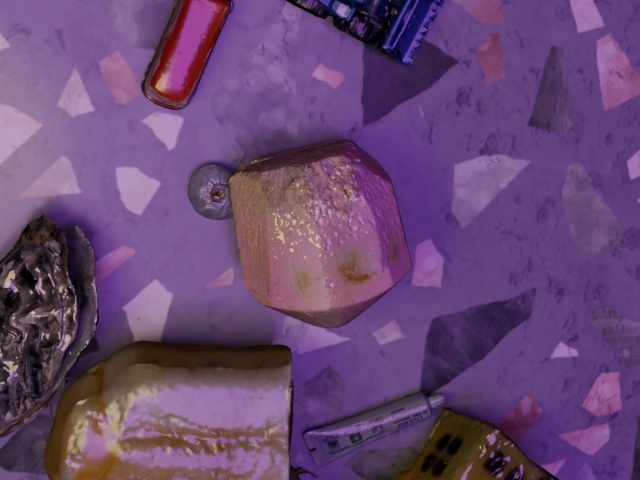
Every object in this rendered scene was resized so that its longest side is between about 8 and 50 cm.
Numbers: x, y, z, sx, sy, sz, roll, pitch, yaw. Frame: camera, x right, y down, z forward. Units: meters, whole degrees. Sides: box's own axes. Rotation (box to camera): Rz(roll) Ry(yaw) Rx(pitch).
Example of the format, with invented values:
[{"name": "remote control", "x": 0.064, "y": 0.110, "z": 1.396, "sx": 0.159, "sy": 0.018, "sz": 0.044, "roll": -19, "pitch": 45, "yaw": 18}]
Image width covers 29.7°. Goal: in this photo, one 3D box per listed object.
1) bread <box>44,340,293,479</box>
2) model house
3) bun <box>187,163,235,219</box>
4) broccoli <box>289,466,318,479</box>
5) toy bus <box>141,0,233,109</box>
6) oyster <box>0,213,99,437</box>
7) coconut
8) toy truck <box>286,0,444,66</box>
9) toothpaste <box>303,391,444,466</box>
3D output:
[{"name": "bread", "x": -0.206, "y": 0.286, "z": 1.675, "sx": 0.341, "sy": 0.210, "sz": 0.300, "roll": -1, "pitch": 91, "yaw": -10}, {"name": "model house", "x": 0.211, "y": 0.392, "z": 1.772, "sx": 0.193, "sy": 0.175, "sz": 0.234, "roll": 43, "pitch": 82, "yaw": -19}, {"name": "bun", "x": -0.146, "y": -0.067, "z": 1.690, "sx": 0.083, "sy": 0.045, "sz": 0.083, "roll": -2, "pitch": 98, "yaw": -13}, {"name": "broccoli", "x": 0.002, "y": 0.467, "z": 1.764, "sx": 0.242, "sy": 0.180, "sz": 0.273, "roll": -29, "pitch": 105, "yaw": -2}, {"name": "toy bus", "x": -0.181, "y": -0.258, "z": 1.625, "sx": 0.079, "sy": 0.077, "sz": 0.174, "roll": 23, "pitch": 97, "yaw": -14}, {"name": "oyster", "x": -0.406, "y": 0.138, "z": 1.626, "sx": 0.158, "sy": 0.162, "sz": 0.351, "roll": 28, "pitch": 94, "yaw": -25}, {"name": "coconut", "x": 0.000, "y": 0.000, "z": 1.642, "sx": 0.233, "sy": 0.233, "sz": 0.245, "roll": -14, "pitch": 101, "yaw": -7}, {"name": "toy truck", "x": 0.067, "y": -0.327, "z": 1.630, "sx": 0.208, "sy": 0.126, "sz": 0.113, "roll": 25, "pitch": 97, "yaw": -15}, {"name": "toothpaste", "x": 0.084, "y": 0.275, "z": 1.814, "sx": 0.218, "sy": 0.041, "sz": 0.064, "roll": -22, "pitch": 111, "yaw": -1}]
